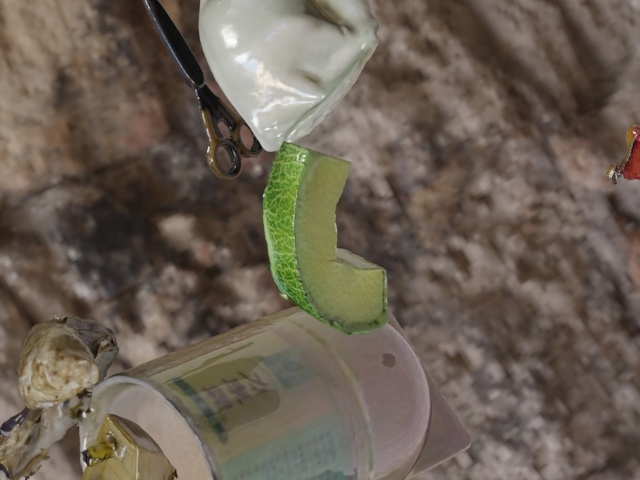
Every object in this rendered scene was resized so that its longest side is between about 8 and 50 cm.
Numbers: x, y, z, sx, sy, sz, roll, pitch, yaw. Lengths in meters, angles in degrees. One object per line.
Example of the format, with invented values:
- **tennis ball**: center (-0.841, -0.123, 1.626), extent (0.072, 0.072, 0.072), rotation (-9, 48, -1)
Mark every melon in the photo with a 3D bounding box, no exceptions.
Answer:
- **melon**: center (0.000, 0.000, 1.527), extent (0.064, 0.118, 0.209), rotation (18, 125, 42)

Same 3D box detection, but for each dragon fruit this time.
- **dragon fruit**: center (0.380, -0.103, 1.781), extent (0.126, 0.112, 0.068), rotation (-3, 99, 55)

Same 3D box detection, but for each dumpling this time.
- **dumpling**: center (-0.035, -0.221, 1.719), extent (0.179, 0.131, 0.252), rotation (-36, 58, 18)

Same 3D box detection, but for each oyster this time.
- **oyster**: center (-0.289, 0.167, 1.688), extent (0.094, 0.166, 0.294), rotation (35, 128, 0)

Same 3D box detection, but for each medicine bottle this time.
- **medicine bottle**: center (-0.028, 0.193, 1.757), extent (0.236, 0.406, 0.235), rotation (21, 120, 42)

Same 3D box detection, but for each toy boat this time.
- **toy boat**: center (-0.154, 0.211, 1.067), extent (0.068, 0.088, 0.226), rotation (42, 125, 36)

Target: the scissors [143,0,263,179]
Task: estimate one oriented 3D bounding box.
- **scissors**: center (-0.133, -0.171, 1.770), extent (0.017, 0.088, 0.220), rotation (-9, 118, 45)
